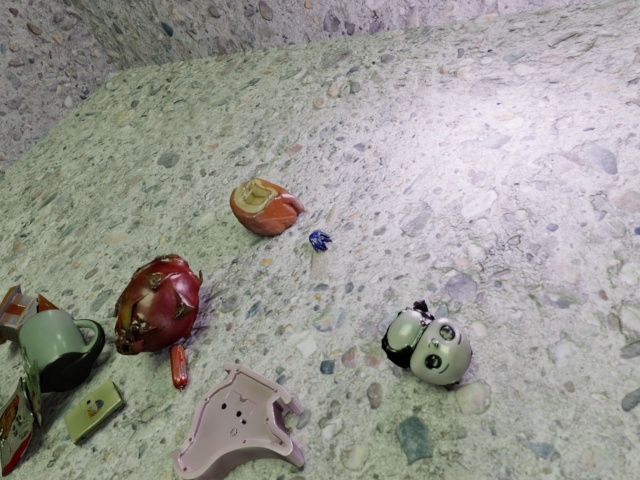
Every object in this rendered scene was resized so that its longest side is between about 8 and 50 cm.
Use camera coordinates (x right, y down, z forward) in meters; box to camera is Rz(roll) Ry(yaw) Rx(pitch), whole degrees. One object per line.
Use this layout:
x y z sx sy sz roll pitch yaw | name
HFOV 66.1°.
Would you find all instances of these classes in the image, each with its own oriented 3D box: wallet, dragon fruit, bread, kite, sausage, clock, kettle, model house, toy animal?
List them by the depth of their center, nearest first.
0.244 0.223 1.075 0.179 0.138 0.166 24 78 47 | toy animal
-0.169 0.443 1.108 0.290 0.080 0.275 11 54 36 | clock
-0.385 0.348 1.335 0.048 0.050 0.145 7 34 -26 | sausage
-0.614 0.465 1.339 0.155 0.039 0.110 -41 47 -15 | wallet
-0.822 0.421 1.397 0.323 0.013 0.267 -37 70 45 | kite
-0.459 0.185 1.407 0.251 0.250 0.315 -17 25 11 | dragon fruit
-0.763 0.318 1.476 0.221 0.161 0.236 -34 42 -22 | kettle
-0.992 0.280 1.651 0.136 0.207 0.219 15 46 -9 | model house
-0.200 -0.117 1.653 0.190 0.123 0.244 -46 44 -18 | bread

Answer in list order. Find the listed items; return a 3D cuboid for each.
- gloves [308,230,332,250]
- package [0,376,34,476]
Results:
0.000 0.000 1.505 0.064 0.026 0.086 -30 41 -6 | gloves
-0.863 0.518 1.389 0.154 0.030 0.239 -54 48 8 | package
